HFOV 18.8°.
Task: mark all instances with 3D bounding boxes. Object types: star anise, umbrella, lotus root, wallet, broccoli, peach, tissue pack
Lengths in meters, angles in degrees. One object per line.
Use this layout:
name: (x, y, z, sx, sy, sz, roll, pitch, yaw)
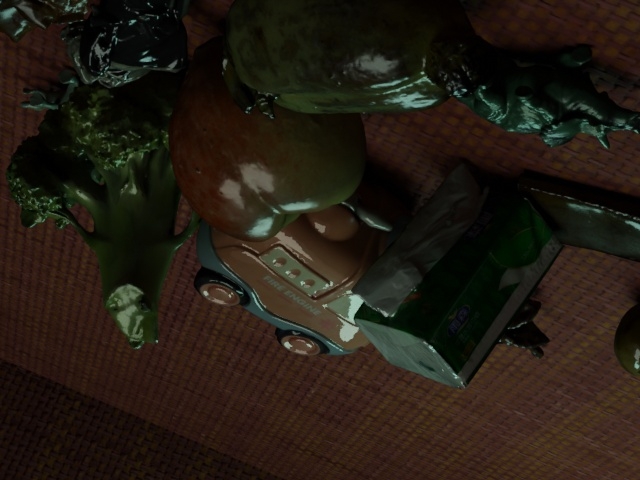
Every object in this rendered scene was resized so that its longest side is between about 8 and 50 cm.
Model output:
star anise: (0.236, 0.106, 2.516, 0.234, 0.073, 0.177, 23, 169, -21)
umbrella: (-0.181, -0.246, 2.010, 0.113, 0.106, 0.357, -13, 168, -23)
lotus root: (0.041, -0.191, 1.870, 0.309, 0.173, 0.173, 6, 154, 37)
wallet: (0.346, -0.009, 2.173, 0.255, 0.031, 0.137, 17, 162, 20)
broccoli: (-0.242, -0.074, 2.242, 0.254, 0.302, 0.186, 24, 158, 11)
peach: (-0.066, -0.120, 2.113, 0.232, 0.232, 0.232, 19, 159, 8)
tissue pack: (0.142, 0.033, 2.197, 0.148, 0.209, 0.156, 17, 155, 53)

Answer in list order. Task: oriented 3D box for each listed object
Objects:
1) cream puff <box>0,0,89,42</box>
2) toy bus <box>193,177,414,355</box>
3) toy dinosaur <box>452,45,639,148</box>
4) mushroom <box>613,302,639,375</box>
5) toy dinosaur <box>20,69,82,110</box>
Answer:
cream puff: (-0.314, -0.308, 1.953, 0.241, 0.155, 0.269, 8, 149, 22)
toy bus: (0.000, 0.000, 2.356, 0.287, 0.194, 0.232, 34, 144, -26)
toy dinosaur: (0.180, -0.159, 1.914, 0.292, 0.079, 0.120, 23, 158, 9)
mushroom: (0.519, 0.167, 2.311, 0.350, 0.128, 0.128, 20, 160, 18)
toy dinosaur: (-0.300, -0.175, 2.418, 0.187, 0.044, 0.106, -4, 164, 13)
